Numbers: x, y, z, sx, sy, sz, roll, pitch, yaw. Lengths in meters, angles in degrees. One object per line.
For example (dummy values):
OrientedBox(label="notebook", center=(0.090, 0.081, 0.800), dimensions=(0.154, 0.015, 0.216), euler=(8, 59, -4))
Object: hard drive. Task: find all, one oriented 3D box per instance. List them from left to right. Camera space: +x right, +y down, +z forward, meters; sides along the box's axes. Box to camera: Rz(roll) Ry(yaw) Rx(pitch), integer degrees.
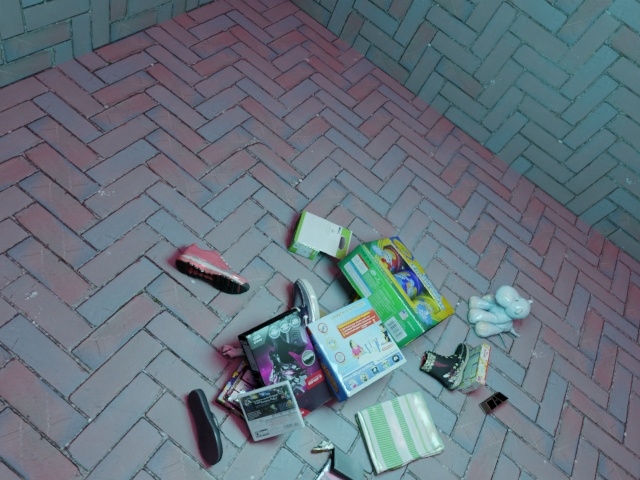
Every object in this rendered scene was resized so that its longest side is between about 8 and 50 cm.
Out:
OrientedBox(label="hard drive", center=(0.097, 0.812, 1.677), dimensions=(0.135, 0.022, 0.094), euler=(36, 18, -11))

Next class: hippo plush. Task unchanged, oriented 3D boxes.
OrientedBox(label="hippo plush", center=(0.865, 0.349, 2.228), dimensions=(0.234, 0.236, 0.294), euler=(-25, 71, -35))

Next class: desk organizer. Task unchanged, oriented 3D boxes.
OrientedBox(label="desk organizer", center=(0.764, 0.709, 2.062), dimensions=(0.130, 0.050, 0.047), euler=(-18, 67, -32))

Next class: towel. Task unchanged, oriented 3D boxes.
OrientedBox(label="towel", center=(0.313, 0.750, 1.847), dimensions=(0.325, 0.038, 0.247), euler=(-6, 61, -27))

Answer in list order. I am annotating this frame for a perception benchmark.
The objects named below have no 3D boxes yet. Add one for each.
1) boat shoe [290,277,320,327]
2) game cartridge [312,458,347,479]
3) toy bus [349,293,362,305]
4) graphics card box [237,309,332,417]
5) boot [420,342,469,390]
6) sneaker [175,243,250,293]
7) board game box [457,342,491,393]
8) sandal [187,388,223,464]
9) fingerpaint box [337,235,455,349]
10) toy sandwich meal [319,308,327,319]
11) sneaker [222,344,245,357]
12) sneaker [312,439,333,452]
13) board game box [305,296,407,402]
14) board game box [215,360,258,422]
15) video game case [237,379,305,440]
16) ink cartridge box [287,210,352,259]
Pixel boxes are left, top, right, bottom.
OrientedBox(label="boat shoe", center=(-0.094, 0.317, 1.892), dimensions=(0.158, 0.127, 0.340), euler=(-4, 65, -28))
OrientedBox(label="game cartridge", center=(0.017, 0.928, 1.589), dimensions=(0.198, 0.062, 0.297), euler=(40, 51, 10))
OrientedBox(label="toy bus", center=(0.131, 0.385, 1.963), dimensions=(0.130, 0.108, 0.332), euler=(36, 51, 2))
OrientedBox(label="graphics card box", center=(-0.126, 0.467, 1.716), dimensions=(0.233, 0.094, 0.370), euler=(-22, 93, -31))
OrientedBox(label="boot", center=(0.552, 0.520, 2.075), dimensions=(0.179, 0.085, 0.236), euler=(31, 52, 1))
OrientedBox(label="sneaker", center=(-0.420, 0.105, 1.906), dimensions=(0.314, 0.116, 0.136), euler=(26, 50, -6))
OrientedBox(label="board game box", center=(0.674, 0.562, 2.060), dimensions=(0.045, 0.146, 0.193), euler=(30, 52, -3))
OrientedBox(label="sandal", center=(-0.379, 0.626, 1.596), dimensions=(0.055, 0.097, 0.254), euler=(9, 51, -51))
OrientedBox(label="fingerpaint box", center=(0.342, 0.209, 2.059), dimensions=(0.371, 0.163, 0.444), euler=(-8, 59, -55))
OrientedBox(label="toy sandwich meal", center=(-0.009, 0.329, 1.992), dimensions=(0.086, 0.029, 0.085), euler=(14, 56, -21))
OrientedBox(label="sneaker", center=(-0.322, 0.429, 1.786), dimensions=(0.109, 0.040, 0.043), euler=(15, 70, -10))
OrientedBox(label="sneaker", center=(0.006, 0.754, 1.717), dimensions=(0.083, 0.031, 0.036), euler=(5, 44, -28))
OrientedBox(label="board game box", center=(0.129, 0.414, 1.816), dimensions=(0.308, 0.086, 0.301), euler=(-19, 68, -33))
OrientedBox(label="board game box", center=(-0.276, 0.550, 1.714), dimensions=(0.141, 0.048, 0.170), euler=(35, 52, -1))
OrientedBox(label="video game case", center=(-0.171, 0.589, 1.619), dimensions=(0.191, 0.022, 0.173), euler=(-19, 95, 10))
OrientedBox(label="ink cartridge box", center=(0.000, 0.000, 2.173), dimensions=(0.255, 0.097, 0.188), euler=(23, 52, -10))
